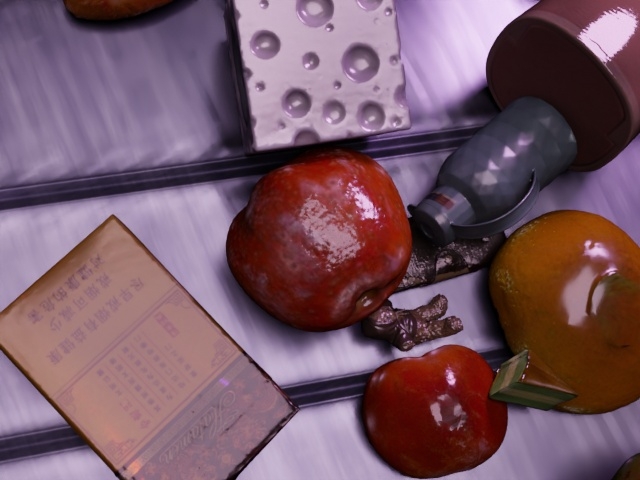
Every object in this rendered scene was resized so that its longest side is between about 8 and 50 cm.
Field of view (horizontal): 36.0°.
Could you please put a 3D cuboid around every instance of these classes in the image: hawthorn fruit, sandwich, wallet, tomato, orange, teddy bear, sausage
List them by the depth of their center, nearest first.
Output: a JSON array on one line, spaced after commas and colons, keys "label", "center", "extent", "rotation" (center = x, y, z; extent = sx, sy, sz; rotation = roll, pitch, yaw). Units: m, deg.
[{"label": "hawthorn fruit", "center": [0.000, 0.000, 1.495], "extent": [0.284, 0.284, 0.284], "rotation": [2, 77, -9]}, {"label": "sandwich", "center": [0.326, 0.238, 1.506], "extent": [0.116, 0.074, 0.074], "rotation": [42, 41, -10]}, {"label": "tomato", "center": [0.190, 0.266, 1.519], "extent": [0.233, 0.139, 0.200], "rotation": [-18, 87, -13]}, {"label": "teddy bear", "center": [0.136, 0.136, 1.574], "extent": [0.160, 0.078, 0.119], "rotation": [-1, 37, -20]}, {"label": "orange", "center": [0.420, 0.119, 1.579], "extent": [0.263, 0.196, 0.334], "rotation": [-16, 95, 0]}, {"label": "sausage", "center": [-0.277, -0.436, 1.634], "extent": [0.302, 0.076, 0.103], "rotation": [-29, 69, -16]}, {"label": "wallet", "center": [0.200, 0.005, 1.636], "extent": [0.232, 0.031, 0.121], "rotation": [-16, 77, -14]}]

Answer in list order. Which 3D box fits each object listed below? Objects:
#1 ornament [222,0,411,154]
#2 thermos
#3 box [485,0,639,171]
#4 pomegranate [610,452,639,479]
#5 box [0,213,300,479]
[{"label": "ornament", "center": [-0.014, -0.267, 1.521], "extent": [0.240, 0.240, 0.239], "rotation": [-10, 95, -7]}, {"label": "thermos", "center": [0.282, -0.095, 1.581], "extent": [0.286, 0.182, 0.145], "rotation": [-41, 128, -20]}, {"label": "box", "center": [0.448, -0.291, 1.615], "extent": [0.216, 0.301, 0.301], "rotation": [-41, 86, -19]}, {"label": "pomegranate", "center": [0.546, 0.434, 1.511], "extent": [0.291, 0.323, 0.290], "rotation": [-1, 109, -3]}, {"label": "box", "center": [-0.262, 0.201, 1.471], "extent": [0.415, 0.116, 0.264], "rotation": [45, 73, 2]}]
